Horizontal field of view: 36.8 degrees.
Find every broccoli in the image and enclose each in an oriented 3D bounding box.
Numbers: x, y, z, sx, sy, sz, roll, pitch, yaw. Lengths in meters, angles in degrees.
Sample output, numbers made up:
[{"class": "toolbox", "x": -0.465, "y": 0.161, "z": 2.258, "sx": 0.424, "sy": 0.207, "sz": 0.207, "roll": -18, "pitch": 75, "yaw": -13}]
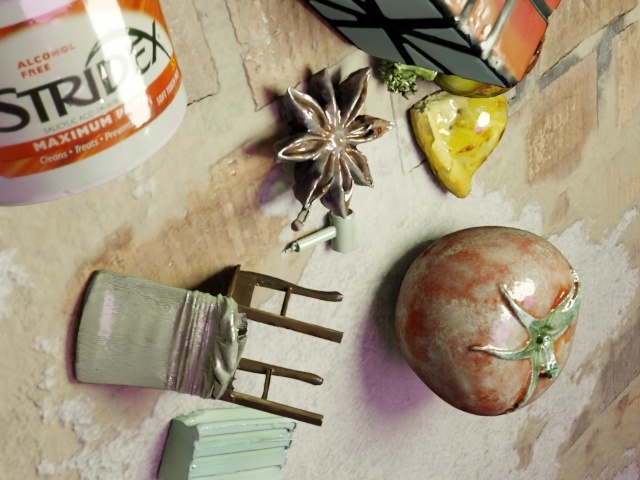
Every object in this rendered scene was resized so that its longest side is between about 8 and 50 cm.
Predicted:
[{"class": "broccoli", "x": 0.130, "y": -0.262, "z": 1.379, "sx": 0.097, "sy": 0.092, "sz": 0.095, "roll": -61, "pitch": 167, "yaw": -12}]

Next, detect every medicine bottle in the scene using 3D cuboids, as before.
[{"class": "medicine bottle", "x": -0.269, "y": -0.191, "z": 0.870, "sx": 0.252, "sy": 0.252, "sz": 0.241, "roll": -37, "pitch": 131, "yaw": -29}]

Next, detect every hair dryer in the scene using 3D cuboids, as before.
[{"class": "hair dryer", "x": 0.000, "y": 0.000, "z": 1.416, "sx": 0.124, "sy": 0.038, "sz": 0.063, "roll": -24, "pitch": 125, "yaw": -31}]

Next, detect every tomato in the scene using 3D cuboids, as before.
[{"class": "tomato", "x": 0.277, "y": 0.129, "z": 1.578, "sx": 0.317, "sy": 0.282, "sz": 0.316, "roll": -18, "pitch": 118, "yaw": -38}]

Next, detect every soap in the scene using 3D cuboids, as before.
[{"class": "soap", "x": -0.131, "y": 0.303, "z": 1.397, "sx": 0.198, "sy": 0.063, "sz": 0.114, "roll": 8, "pitch": 100, "yaw": -48}]

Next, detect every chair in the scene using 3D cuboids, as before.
[{"class": "chair", "x": -0.139, "y": 0.123, "z": 1.259, "sx": 0.186, "sy": 0.319, "sz": 0.160, "roll": -86, "pitch": -171, "yaw": -75}]

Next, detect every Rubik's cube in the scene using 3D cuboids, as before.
[{"class": "Rubik's cube", "x": 0.137, "y": -0.385, "z": 1.183, "sx": 0.293, "sy": 0.288, "sz": 0.283, "roll": 35, "pitch": 81, "yaw": -47}]

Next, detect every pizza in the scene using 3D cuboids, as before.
[{"class": "pizza", "x": 0.233, "y": -0.186, "z": 1.537, "sx": 0.204, "sy": 0.080, "sz": 0.188, "roll": 39, "pitch": 79, "yaw": -47}]

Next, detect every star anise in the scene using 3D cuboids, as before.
[{"class": "star anise", "x": 0.004, "y": -0.124, "z": 1.320, "sx": 0.230, "sy": 0.081, "sz": 0.262, "roll": 45, "pitch": 63, "yaw": -48}]

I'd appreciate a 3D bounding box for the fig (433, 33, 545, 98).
[{"class": "fig", "x": 0.240, "y": -0.307, "z": 1.424, "sx": 0.181, "sy": 0.181, "sz": 0.191, "roll": 13, "pitch": 72, "yaw": -49}]
